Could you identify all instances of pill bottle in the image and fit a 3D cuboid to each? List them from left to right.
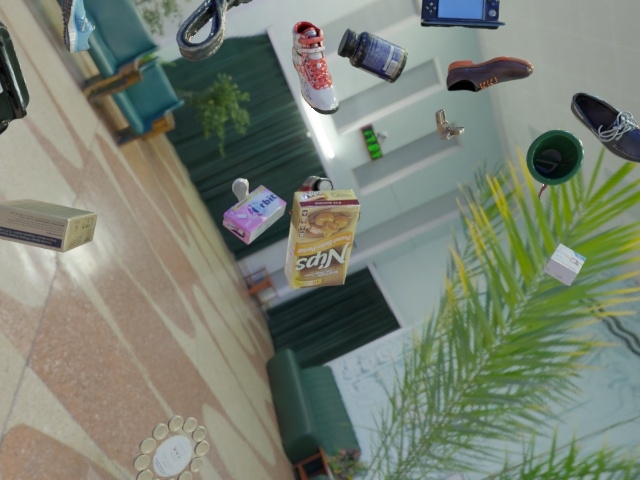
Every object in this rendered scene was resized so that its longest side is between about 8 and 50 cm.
[{"bbox_3d":[0.174,-0.629,2.003,0.219,0.123,0.123,19,14,-15],"label":"pill bottle"}]

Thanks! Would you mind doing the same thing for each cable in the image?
[{"bbox_3d":[-0.148,-0.392,0.909,0.139,0.287,0.072,27,-33,14],"label":"cable"}]

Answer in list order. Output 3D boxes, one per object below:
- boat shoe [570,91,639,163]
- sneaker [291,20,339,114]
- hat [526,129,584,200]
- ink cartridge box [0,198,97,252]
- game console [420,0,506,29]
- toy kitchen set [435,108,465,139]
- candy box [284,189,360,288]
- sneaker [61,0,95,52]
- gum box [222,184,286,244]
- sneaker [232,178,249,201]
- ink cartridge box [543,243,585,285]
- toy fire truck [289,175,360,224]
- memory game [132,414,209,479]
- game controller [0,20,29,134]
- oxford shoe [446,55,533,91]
[{"bbox_3d":[0.753,-0.296,1.529,0.255,0.095,0.079,54,20,22],"label":"boat shoe"},{"bbox_3d":[-0.018,-0.484,1.637,0.145,0.090,0.270,94,-21,-58],"label":"sneaker"},{"bbox_3d":[0.767,-0.266,2.001,0.173,0.208,0.183,43,12,5],"label":"hat"},{"bbox_3d":[-0.705,-0.043,1.517,0.235,0.193,0.088,-117,-141,-82],"label":"ink cartridge box"},{"bbox_3d":[0.520,-0.861,2.162,0.173,0.292,0.251,72,23,-78],"label":"game console"},{"bbox_3d":[0.402,-0.368,1.881,0.083,0.068,0.075,14,-52,43],"label":"toy kitchen set"},{"bbox_3d":[0.000,0.000,1.796,0.088,0.182,0.317,-112,-156,-48],"label":"candy box"},{"bbox_3d":[-0.619,-0.565,1.522,0.063,0.073,0.162,42,-50,35],"label":"sneaker"},{"bbox_3d":[-0.209,-0.080,1.857,0.107,0.188,0.062,36,-38,14],"label":"gum box"},{"bbox_3d":[-0.271,-0.187,2.003,0.134,0.050,0.070,83,-3,-64],"label":"sneaker"},{"bbox_3d":[0.731,0.072,1.774,0.088,0.122,0.052,33,-52,19],"label":"ink cartridge box"},{"bbox_3d":[-0.011,-0.062,1.966,0.217,0.246,0.158,44,-9,-23],"label":"toy fire truck"},{"bbox_3d":[-0.334,0.485,1.336,0.012,0.186,0.186,14,-43,48],"label":"memory game"},{"bbox_3d":[-0.715,-0.334,1.275,0.067,0.166,0.319,40,-26,2],"label":"game controller"},{"bbox_3d":[0.535,-0.516,1.889,0.097,0.271,0.099,45,54,-52],"label":"oxford shoe"}]
